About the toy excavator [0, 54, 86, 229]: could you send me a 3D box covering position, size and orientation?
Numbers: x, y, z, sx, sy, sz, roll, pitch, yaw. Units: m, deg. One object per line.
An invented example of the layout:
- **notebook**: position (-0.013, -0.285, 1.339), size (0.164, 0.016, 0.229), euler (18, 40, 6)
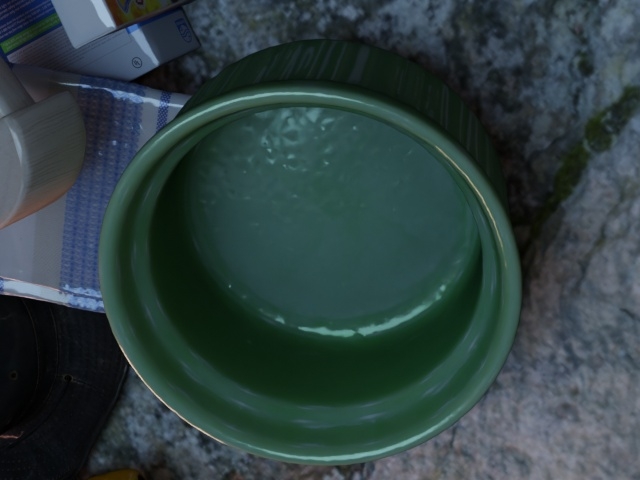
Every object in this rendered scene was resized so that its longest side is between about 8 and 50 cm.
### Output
- **toy excavator**: position (-0.418, -0.203, 1.449), size (0.445, 0.222, 0.433), euler (-5, 106, 33)

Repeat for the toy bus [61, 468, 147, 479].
- **toy bus**: position (-0.267, 0.305, 1.683), size (0.332, 0.130, 0.108), euler (-23, 110, 30)

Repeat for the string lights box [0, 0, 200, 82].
- **string lights box**: position (-0.218, -0.236, 1.515), size (0.133, 0.077, 0.260), euler (-23, 97, 29)

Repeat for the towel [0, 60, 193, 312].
- **towel**: position (-0.138, -0.029, 1.520), size (0.285, 0.034, 0.209), euler (10, 119, 3)

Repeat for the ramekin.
- **ramekin**: position (0.000, 0.000, 1.412), size (0.303, 0.148, 0.303), euler (4, 117, 7)

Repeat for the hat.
- **hat**: position (-0.329, 0.095, 1.652), size (0.331, 0.134, 0.331), euler (9, 111, 24)

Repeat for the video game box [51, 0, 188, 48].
- **video game box**: position (-0.166, -0.259, 1.419), size (0.048, 0.187, 0.205), euler (-21, 98, 30)
